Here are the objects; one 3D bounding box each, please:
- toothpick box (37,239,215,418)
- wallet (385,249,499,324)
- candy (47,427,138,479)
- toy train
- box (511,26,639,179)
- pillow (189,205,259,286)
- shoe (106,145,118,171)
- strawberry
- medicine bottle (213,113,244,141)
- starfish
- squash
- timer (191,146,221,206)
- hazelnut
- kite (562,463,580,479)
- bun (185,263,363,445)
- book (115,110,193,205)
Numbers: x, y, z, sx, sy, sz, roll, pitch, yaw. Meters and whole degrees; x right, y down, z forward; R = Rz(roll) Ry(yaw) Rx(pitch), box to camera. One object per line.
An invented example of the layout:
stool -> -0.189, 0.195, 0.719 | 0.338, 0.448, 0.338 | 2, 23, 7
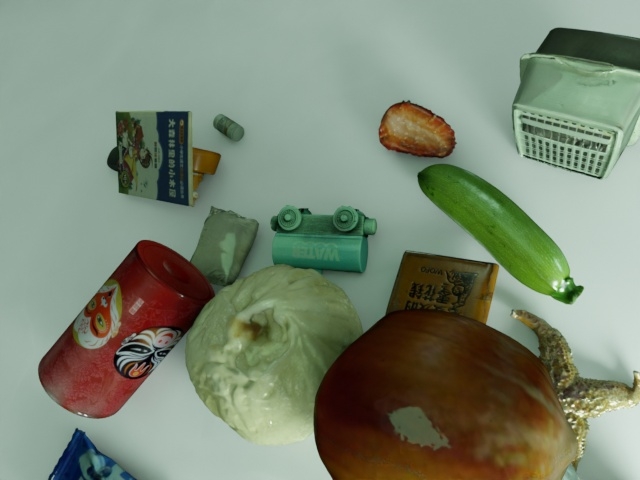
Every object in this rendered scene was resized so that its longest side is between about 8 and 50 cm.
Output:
toothpick box -> -0.409, 0.187, 1.008 | 0.333, 0.204, 0.204 | -48, 61, 6
wallet -> 0.232, 0.106, 0.919 | 0.195, 0.042, 0.161 | 7, 69, 33
candy -> -0.436, 0.540, 0.968 | 0.331, 0.077, 0.187 | 21, 78, 23
toy train -> 0.000, 0.000, 1.043 | 0.248, 0.101, 0.159 | 4, 85, 21
box -> 0.474, -0.243, 0.863 | 0.220, 0.290, 0.166 | 24, 89, 27
pillow -> -0.232, 0.020, 1.117 | 0.134, 0.078, 0.181 | 15, 75, 25
shoe -> -0.520, -0.260, 1.333 | 0.241, 0.093, 0.108 | -7, 64, 19
strawberry -> 0.222, -0.239, 1.075 | 0.188, 0.082, 0.121 | 33, 102, 19
medicine bottle -> -0.250, -0.307, 1.281 | 0.083, 0.047, 0.047 | 37, 83, 28
starfish -> 0.376, 0.275, 0.803 | 0.299, 0.060, 0.302 | 15, 74, 22
squash -> 0.343, -0.031, 0.920 | 0.107, 0.107, 0.395 | -40, 60, 0
timer -> -0.337, -0.164, 1.226 | 0.132, 0.132, 0.152 | 14, 96, 24
hazelnut -> 0.171, 0.264, 0.719 | 0.365, 0.366, 0.366 | -7, 66, 17
kite -> 0.271, 0.436, 0.771 | 0.310, 0.015, 0.169 | -34, 61, 12
bun -> -0.102, 0.206, 0.907 | 0.352, 0.227, 0.349 | 8, 73, 24
book -> -0.435, -0.218, 1.213 | 0.322, 0.018, 0.228 | 11, 105, 37
